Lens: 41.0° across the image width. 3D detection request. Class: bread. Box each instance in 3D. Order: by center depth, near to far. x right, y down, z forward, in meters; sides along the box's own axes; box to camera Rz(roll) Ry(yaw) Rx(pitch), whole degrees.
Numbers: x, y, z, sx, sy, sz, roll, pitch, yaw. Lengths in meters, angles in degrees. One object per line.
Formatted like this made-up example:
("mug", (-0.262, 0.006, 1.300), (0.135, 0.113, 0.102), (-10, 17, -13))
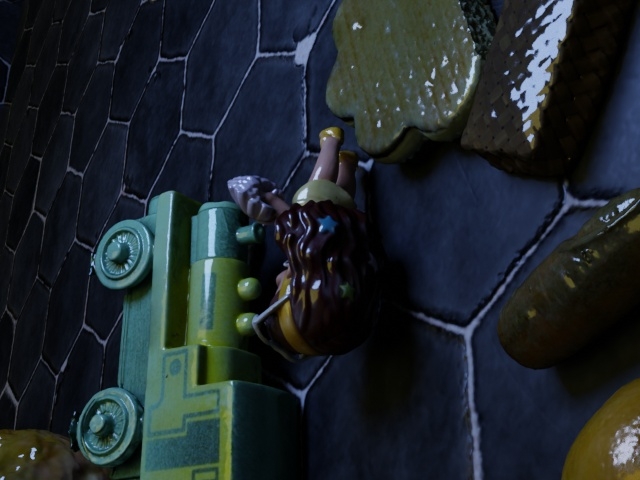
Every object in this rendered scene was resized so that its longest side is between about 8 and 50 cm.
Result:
("bread", (0.082, -0.192, 0.850), (0.207, 0.056, 0.287), (-39, 45, 42))

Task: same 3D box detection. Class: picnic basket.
("picnic basket", (0.178, -0.149, 0.679), (0.110, 0.054, 0.194), (20, 92, 59))

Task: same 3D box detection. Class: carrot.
("carrot", (0.233, -0.026, 0.526), (0.342, 0.070, 0.070), (-46, 41, 36))

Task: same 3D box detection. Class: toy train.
("toy train", (-0.142, 0.106, 0.947), (0.237, 0.150, 0.369), (-14, 65, 31))

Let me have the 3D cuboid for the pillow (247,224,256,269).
("pillow", (-0.145, 0.077, 1.101), (0.241, 0.051, 0.093), (-44, 46, 36))

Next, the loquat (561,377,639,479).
("loquat", (0.198, 0.133, 0.442), (0.141, 0.141, 0.141), (-31, 51, 49))

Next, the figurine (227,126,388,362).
("figurine", (0.001, 0.001, 0.819), (0.115, 0.175, 0.240), (-23, 45, 21))

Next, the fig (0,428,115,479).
("fig", (-0.415, 0.430, 1.117), (0.286, 0.286, 0.369), (-56, 20, 28))
